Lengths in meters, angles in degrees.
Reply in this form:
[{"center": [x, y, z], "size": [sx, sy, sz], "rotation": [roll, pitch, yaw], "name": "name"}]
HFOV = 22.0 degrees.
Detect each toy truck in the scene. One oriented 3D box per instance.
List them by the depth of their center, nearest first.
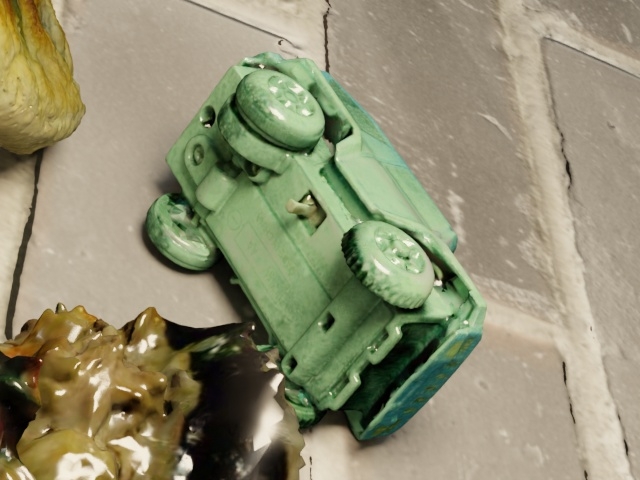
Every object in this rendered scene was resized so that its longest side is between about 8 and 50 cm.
[{"center": [0.000, 0.000, 1.159], "size": [0.156, 0.155, 0.279], "rotation": [3, 44, -47], "name": "toy truck"}]

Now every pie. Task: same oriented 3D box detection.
[{"center": [-0.243, -0.203, 1.112], "size": [0.075, 0.337, 0.337], "rotation": [-19, 48, 2], "name": "pie"}]

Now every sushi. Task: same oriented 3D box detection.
[{"center": [-0.138, 0.134, 0.835], "size": [0.219, 0.238, 0.225], "rotation": [12, 51, -36], "name": "sushi"}]
